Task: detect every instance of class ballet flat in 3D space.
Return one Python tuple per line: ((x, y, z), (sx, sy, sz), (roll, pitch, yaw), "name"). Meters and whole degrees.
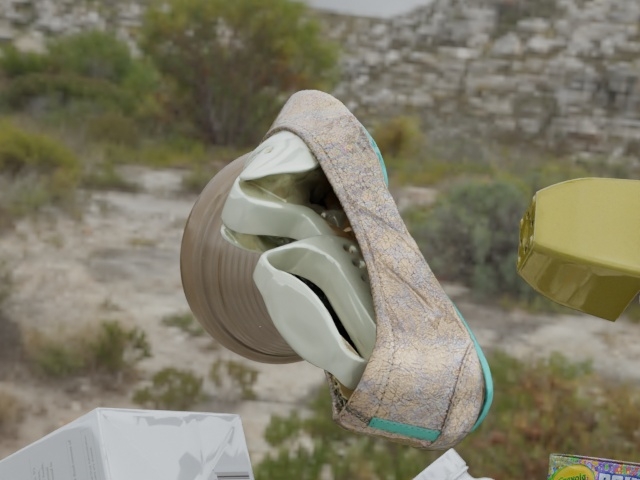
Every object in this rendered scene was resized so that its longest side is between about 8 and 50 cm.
((0.000, 0.000, 0.798), (0.106, 0.108, 0.316), (2, 35, -28), "ballet flat")

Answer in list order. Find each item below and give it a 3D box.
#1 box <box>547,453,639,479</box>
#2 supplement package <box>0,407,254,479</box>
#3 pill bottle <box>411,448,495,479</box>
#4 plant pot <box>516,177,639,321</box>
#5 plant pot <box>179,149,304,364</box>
((0.363, 0.357, 1.181), (0.290, 0.279, 0.177), (14, -10, -29), "box")
((-0.212, 0.283, 1.160), (0.293, 0.178, 0.175), (-29, -25, 34), "supplement package")
((0.173, 0.332, 1.345), (0.216, 0.121, 0.121), (50, 19, 12), "pill bottle")
((0.191, 0.002, 0.940), (0.083, 0.081, 0.081), (10, -29, -3), "plant pot")
((-0.017, 0.023, 1.332), (0.237, 0.237, 0.109), (2, 9, -31), "plant pot")
